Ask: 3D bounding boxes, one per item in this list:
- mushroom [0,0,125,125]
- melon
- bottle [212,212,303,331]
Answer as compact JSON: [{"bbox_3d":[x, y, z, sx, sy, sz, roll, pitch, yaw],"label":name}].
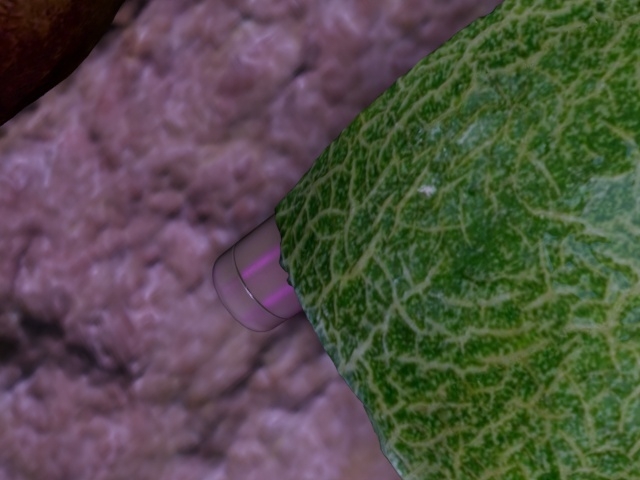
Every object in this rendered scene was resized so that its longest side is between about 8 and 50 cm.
[{"bbox_3d":[-0.174,-0.136,0.909,0.231,0.138,0.194,13,105,42],"label":"mushroom"},{"bbox_3d":[0.149,-0.030,0.703,0.323,0.124,0.196,-40,73,21],"label":"melon"},{"bbox_3d":[0.000,0.000,0.831,0.096,0.045,0.045,-36,67,24],"label":"bottle"}]
